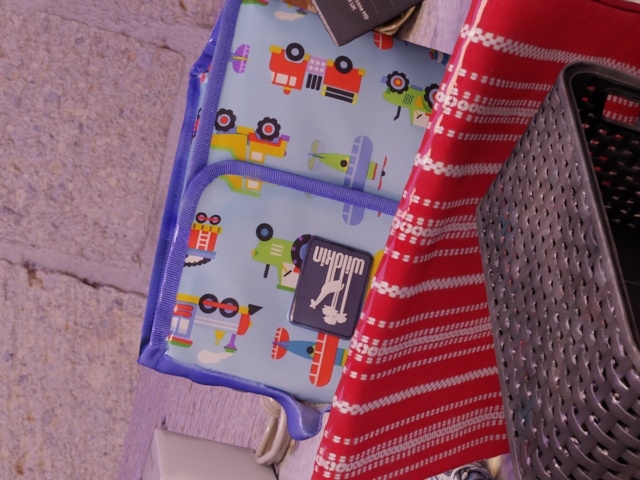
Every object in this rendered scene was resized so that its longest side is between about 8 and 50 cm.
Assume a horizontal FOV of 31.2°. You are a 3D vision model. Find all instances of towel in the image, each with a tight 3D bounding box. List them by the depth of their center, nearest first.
[{"bbox_3d":[0.094,0.003,0.588,0.031,0.199,0.275,27,105,33],"label":"towel"}]

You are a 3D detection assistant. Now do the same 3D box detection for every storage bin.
[{"bbox_3d":[0.139,0.025,0.449,0.180,0.122,0.084,-91,20,-47],"label":"storage bin"}]

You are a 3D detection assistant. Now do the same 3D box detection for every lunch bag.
[{"bbox_3d":[0.000,0.000,0.819,0.138,0.221,0.293,131,150,-62],"label":"lunch bag"}]

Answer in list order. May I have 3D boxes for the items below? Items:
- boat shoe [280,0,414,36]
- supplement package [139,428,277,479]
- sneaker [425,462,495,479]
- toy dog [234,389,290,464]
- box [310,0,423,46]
[{"bbox_3d":[0.042,-0.261,1.144,0.120,0.122,0.324,-97,25,-44],"label":"boat shoe"},{"bbox_3d":[-0.140,0.345,1.208,0.139,0.134,0.244,-133,59,-73],"label":"supplement package"},{"bbox_3d":[0.087,0.152,0.704,0.058,0.052,0.135,-44,40,47],"label":"sneaker"},{"bbox_3d":[-0.079,0.056,1.202,0.220,0.161,0.334,-97,25,-57],"label":"toy dog"},{"bbox_3d":[0.055,-0.213,0.739,0.158,0.093,0.156,-28,19,10],"label":"box"}]
